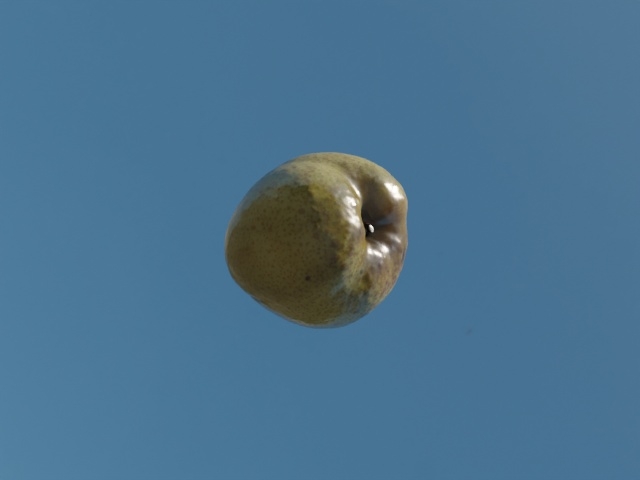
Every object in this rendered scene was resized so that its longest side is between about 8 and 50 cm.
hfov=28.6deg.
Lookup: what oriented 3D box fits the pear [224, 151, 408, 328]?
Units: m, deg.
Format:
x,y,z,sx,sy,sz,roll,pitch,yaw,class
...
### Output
x,y,z,sx,sy,sz,roll,pitch,yaw,class
0.000,0.000,1.139,0.137,0.167,0.167,-3,-70,39,pear
